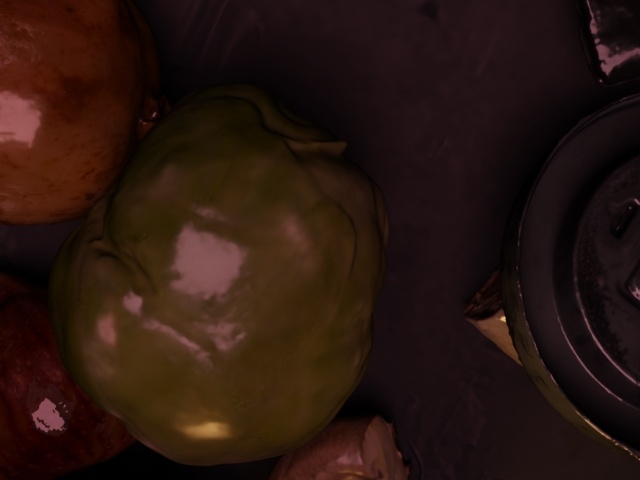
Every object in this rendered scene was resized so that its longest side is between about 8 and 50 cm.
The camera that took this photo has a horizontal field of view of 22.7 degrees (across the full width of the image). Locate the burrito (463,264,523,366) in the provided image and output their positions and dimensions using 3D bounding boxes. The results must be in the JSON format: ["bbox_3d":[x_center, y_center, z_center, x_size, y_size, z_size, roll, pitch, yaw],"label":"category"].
[{"bbox_3d":[0.278,0.104,1.362,0.299,0.105,0.143,32,100,-7],"label":"burrito"}]

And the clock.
[{"bbox_3d":[0.293,0.032,1.288,0.312,0.061,0.313,2,80,-13],"label":"clock"}]

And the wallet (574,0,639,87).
[{"bbox_3d":[0.339,-0.222,1.270,0.285,0.030,0.146,-14,94,-3],"label":"wallet"}]

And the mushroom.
[{"bbox_3d":[0.014,0.297,1.405,0.151,0.156,0.286,-10,94,16],"label":"mushroom"}]

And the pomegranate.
[{"bbox_3d":[-0.218,-0.114,1.243,0.215,0.215,0.215,0,106,1],"label":"pomegranate"}]

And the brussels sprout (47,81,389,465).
[{"bbox_3d":[-0.074,0.035,1.223,0.242,0.316,0.274,16,75,13],"label":"brussels sprout"}]

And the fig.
[{"bbox_3d":[-0.236,0.097,1.345,0.175,0.175,0.207,-21,86,7],"label":"fig"}]
